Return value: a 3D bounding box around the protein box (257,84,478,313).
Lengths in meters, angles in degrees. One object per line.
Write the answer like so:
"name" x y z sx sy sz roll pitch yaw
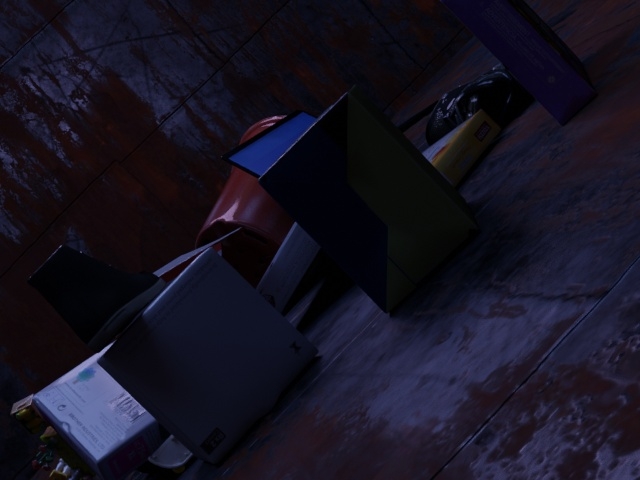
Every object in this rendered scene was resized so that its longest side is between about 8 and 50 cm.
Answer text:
"protein box" 0.055 -0.055 1.165 0.136 0.200 0.201 -43 5 10

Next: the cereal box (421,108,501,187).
"cereal box" 0.143 -0.080 1.506 0.173 0.047 0.240 -50 8 -29

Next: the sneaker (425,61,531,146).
"sneaker" 0.220 -0.188 1.560 0.227 0.087 0.130 -31 7 46

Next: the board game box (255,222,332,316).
"board game box" 0.000 0.000 1.573 0.193 0.053 0.305 -59 -7 26

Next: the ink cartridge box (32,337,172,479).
"ink cartridge box" -0.213 0.183 1.421 0.311 0.065 0.185 -37 42 -23

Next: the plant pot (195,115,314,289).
"plant pot" -0.078 -0.037 1.854 0.272 0.272 0.265 -39 16 45

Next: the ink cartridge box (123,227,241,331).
"ink cartridge box" -0.217 0.067 1.480 0.189 0.066 0.232 -33 10 -31

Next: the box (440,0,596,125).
"box" 0.246 -0.258 1.293 0.057 0.201 0.293 -43 6 19

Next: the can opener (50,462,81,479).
"can opener" -0.381 0.361 1.855 0.095 0.076 0.283 25 78 49

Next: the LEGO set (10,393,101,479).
"LEGO set" -0.380 0.353 1.498 0.287 0.132 0.107 90 -159 -46

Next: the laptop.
"laptop" 0.017 -0.178 1.694 0.264 0.137 0.234 -30 6 44

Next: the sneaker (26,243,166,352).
"sneaker" -0.258 0.047 1.220 0.083 0.118 0.222 -45 3 7

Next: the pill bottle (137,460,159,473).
"pill bottle" -0.220 0.223 1.523 0.219 0.123 0.123 -49 7 -35

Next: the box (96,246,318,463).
"box" -0.135 0.137 1.225 0.181 0.182 0.119 -47 5 -18

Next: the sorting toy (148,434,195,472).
"sorting toy" -0.172 0.260 1.340 0.083 0.045 0.075 -46 -3 2
